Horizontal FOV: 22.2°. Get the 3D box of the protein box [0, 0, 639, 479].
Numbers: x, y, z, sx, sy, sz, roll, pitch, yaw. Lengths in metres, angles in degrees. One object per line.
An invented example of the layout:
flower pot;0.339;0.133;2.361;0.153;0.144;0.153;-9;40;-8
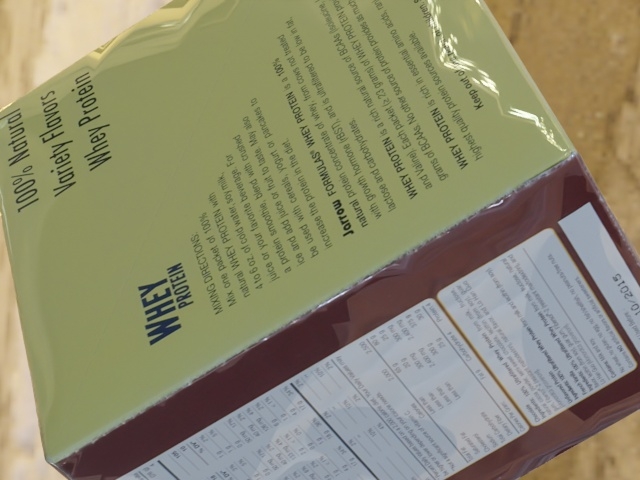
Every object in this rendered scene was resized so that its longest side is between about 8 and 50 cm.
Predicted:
protein box;0.000;0.000;0.631;0.201;0.136;0.200;-31;42;8
